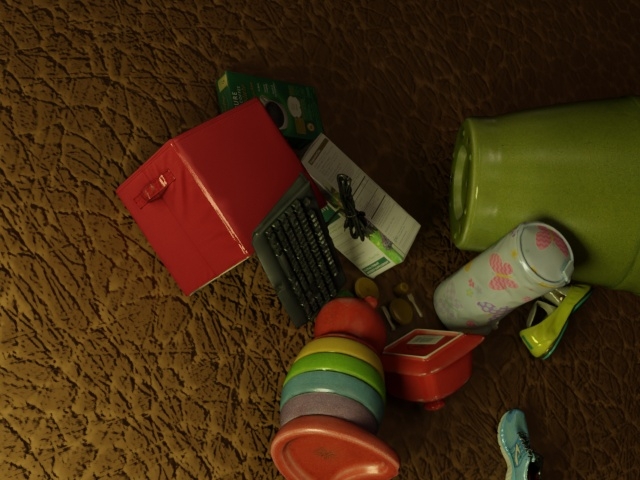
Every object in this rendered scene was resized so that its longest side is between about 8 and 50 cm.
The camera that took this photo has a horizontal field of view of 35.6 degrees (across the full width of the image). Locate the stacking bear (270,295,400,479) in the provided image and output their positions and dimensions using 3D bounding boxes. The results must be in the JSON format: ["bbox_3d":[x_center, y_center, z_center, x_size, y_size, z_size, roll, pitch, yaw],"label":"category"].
[{"bbox_3d":[0.030,0.208,1.481,0.164,0.175,0.289,38,41,-23],"label":"stacking bear"}]

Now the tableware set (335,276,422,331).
[{"bbox_3d":[0.095,0.107,1.663,0.154,0.024,0.104,-19,77,-40],"label":"tableware set"}]

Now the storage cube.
[{"bbox_3d":[-0.146,-0.062,1.458,0.215,0.184,0.193,-36,93,-43],"label":"storage cube"}]

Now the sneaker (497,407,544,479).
[{"bbox_3d":[0.351,0.362,1.689,0.063,0.073,0.162,9,63,-33],"label":"sneaker"}]

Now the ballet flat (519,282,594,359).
[{"bbox_3d":[0.443,0.131,1.881,0.077,0.077,0.231,40,50,8],"label":"ballet flat"}]

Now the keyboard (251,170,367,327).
[{"bbox_3d":[0.000,0.000,1.456,0.033,0.317,0.201,31,73,23],"label":"keyboard"}]

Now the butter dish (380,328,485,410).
[{"bbox_3d":[0.172,0.216,1.599,0.160,0.160,0.118,-26,108,-41],"label":"butter dish"}]

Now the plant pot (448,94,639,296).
[{"bbox_3d":[0.418,-0.093,1.769,0.353,0.366,0.366,4,62,-3],"label":"plant pot"}]

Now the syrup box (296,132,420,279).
[{"bbox_3d":[0.043,-0.055,1.655,0.237,0.093,0.096,42,50,-13],"label":"syrup box"}]

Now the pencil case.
[{"bbox_3d":[0.302,0.072,1.672,0.113,0.273,0.124,-30,81,-36],"label":"pencil case"}]

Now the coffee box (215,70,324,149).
[{"bbox_3d":[-0.083,-0.217,1.677,0.184,0.040,0.113,3,66,-36],"label":"coffee box"}]
